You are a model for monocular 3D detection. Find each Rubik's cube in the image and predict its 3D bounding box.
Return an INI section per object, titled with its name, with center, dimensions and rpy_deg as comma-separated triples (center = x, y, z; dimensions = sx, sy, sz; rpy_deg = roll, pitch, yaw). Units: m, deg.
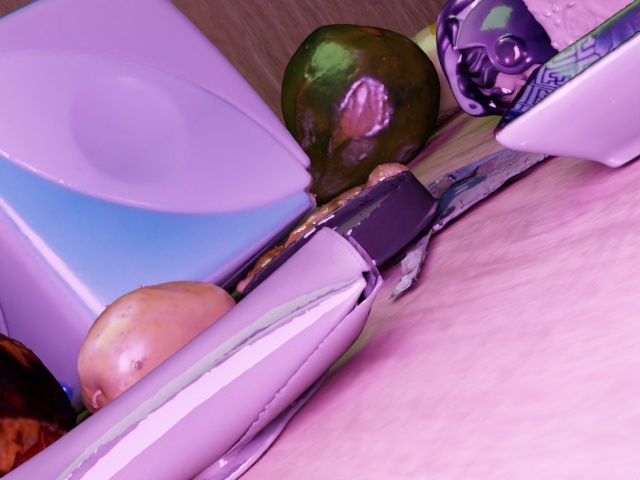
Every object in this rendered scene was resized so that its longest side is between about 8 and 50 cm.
[Rubik's cube]
center = -0.263, -0.033, 1.580
dimensions = 0.351, 0.352, 0.347
rpy_deg = -35, -5, -38

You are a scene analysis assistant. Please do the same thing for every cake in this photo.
[cake]
center = 0.272, -0.228, 1.321
dimensions = 0.147, 0.134, 0.135
rpy_deg = -33, 1, -38

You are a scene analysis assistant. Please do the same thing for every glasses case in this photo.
[glasses case]
center = -0.077, 0.112, 0.937
dimensions = 0.308, 0.083, 0.128
rpy_deg = -37, 12, -10

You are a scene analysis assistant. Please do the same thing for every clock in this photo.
[clock]
center = 0.015, 0.006, 1.252
dimensions = 0.184, 0.040, 0.184
rpy_deg = -35, 7, 5

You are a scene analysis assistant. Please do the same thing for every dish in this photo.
[dish]
center = 0.241, -0.127, 0.976
dimensions = 0.243, 0.080, 0.182
rpy_deg = -35, 6, 25

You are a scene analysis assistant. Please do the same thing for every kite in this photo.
[kite]
center = 0.085, -0.008, 1.246
dimensions = 0.406, 0.014, 0.368
rpy_deg = -33, 7, 16

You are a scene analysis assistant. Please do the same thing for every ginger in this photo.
[ginger]
center = 0.000, 0.000, 1.487
dimensions = 0.176, 0.052, 0.193
rpy_deg = -39, -1, -31

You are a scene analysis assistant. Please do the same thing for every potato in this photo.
[potato]
center = -0.145, 0.092, 1.312
dimensions = 0.178, 0.109, 0.118
rpy_deg = -33, -20, -51

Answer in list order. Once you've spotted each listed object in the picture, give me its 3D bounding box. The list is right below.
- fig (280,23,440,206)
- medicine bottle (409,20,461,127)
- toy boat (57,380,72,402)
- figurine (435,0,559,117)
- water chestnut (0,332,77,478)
[fig]
center = 0.034, -0.145, 1.819
dimensions = 0.195, 0.195, 0.244
rpy_deg = -69, 5, -78
[medicine bottle]
center = 0.114, -0.190, 1.964
dimensions = 0.239, 0.124, 0.124
rpy_deg = -34, 7, 13
[toy boat]
center = -0.357, 0.222, 1.423
dimensions = 0.295, 0.129, 0.088
rpy_deg = -35, -5, 4
[figurine]
center = 0.203, -0.207, 1.489
dimensions = 0.222, 0.145, 0.145
rpy_deg = -23, 14, 45
[water chestnut]
center = -0.331, 0.190, 1.133
dimensions = 0.300, 0.300, 0.300
rpy_deg = -36, 6, 5
